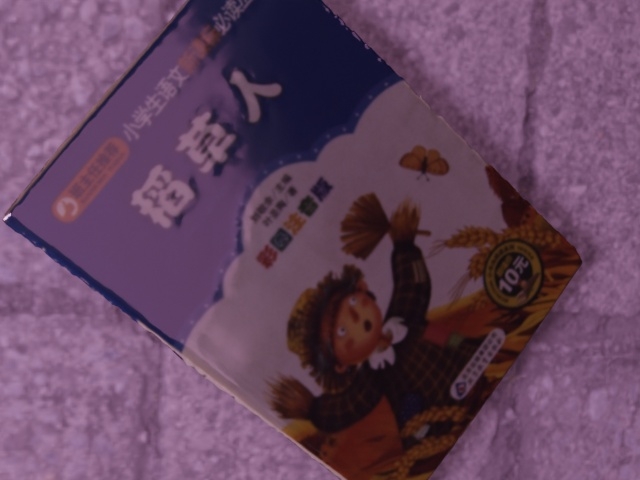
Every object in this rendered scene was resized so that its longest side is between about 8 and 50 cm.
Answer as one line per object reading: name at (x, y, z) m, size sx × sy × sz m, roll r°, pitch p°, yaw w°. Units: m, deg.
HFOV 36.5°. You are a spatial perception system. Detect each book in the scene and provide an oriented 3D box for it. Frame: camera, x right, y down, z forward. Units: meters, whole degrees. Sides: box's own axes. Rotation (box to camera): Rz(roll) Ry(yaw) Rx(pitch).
book at (0.000, 0.000, 0.821) m, size 0.428 × 0.039 × 0.300 m, roll 40°, pitch 81°, yaw -18°
